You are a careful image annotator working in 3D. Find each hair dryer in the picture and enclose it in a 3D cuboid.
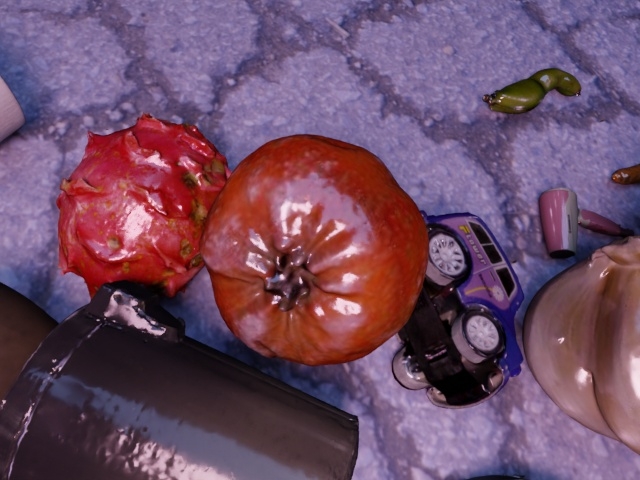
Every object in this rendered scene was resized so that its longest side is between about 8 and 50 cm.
[{"bbox_3d":[0.416,-0.021,0.783,0.154,0.054,0.106,6,67,-10],"label":"hair dryer"}]

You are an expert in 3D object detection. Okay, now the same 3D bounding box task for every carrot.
[{"bbox_3d":[0.568,-0.126,0.858,0.191,0.047,0.047,-19,68,-12],"label":"carrot"}]

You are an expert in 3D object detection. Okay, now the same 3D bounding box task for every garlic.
[{"bbox_3d":[0.359,0.120,0.583,0.210,0.238,0.291,-8,101,-41],"label":"garlic"}]

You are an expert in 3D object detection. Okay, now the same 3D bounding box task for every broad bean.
[{"bbox_3d":[0.369,-0.260,0.892,0.214,0.048,0.070,-17,66,-19],"label":"broad bean"}]

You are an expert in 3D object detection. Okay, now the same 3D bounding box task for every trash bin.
[{"bbox_3d":[-0.126,0.207,0.504,0.302,0.203,0.252,23,91,3],"label":"trash bin"}]

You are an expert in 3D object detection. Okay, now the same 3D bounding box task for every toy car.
[{"bbox_3d":[0.166,0.080,0.638,0.158,0.172,0.235,-13,70,-29],"label":"toy car"}]

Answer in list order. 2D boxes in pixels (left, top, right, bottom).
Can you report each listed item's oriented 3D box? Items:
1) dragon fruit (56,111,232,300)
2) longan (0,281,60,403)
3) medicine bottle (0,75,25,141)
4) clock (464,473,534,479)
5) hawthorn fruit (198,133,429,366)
[{"bbox_3d":[-0.218,-0.022,0.617,0.205,0.210,0.268,25,93,39],"label":"dragon fruit"},{"bbox_3d":[-0.378,0.128,0.518,0.220,0.196,0.196,25,63,6],"label":"longan"},{"bbox_3d":[-0.575,-0.111,0.600,0.211,0.211,0.371,37,65,11],"label":"medicine bottle"},{"bbox_3d":[0.218,0.412,0.530,0.313,0.061,0.312,3,64,-7],"label":"clock"},{"bbox_3d":[0.000,0.000,0.572,0.242,0.241,0.271,23,22,4],"label":"hawthorn fruit"}]
